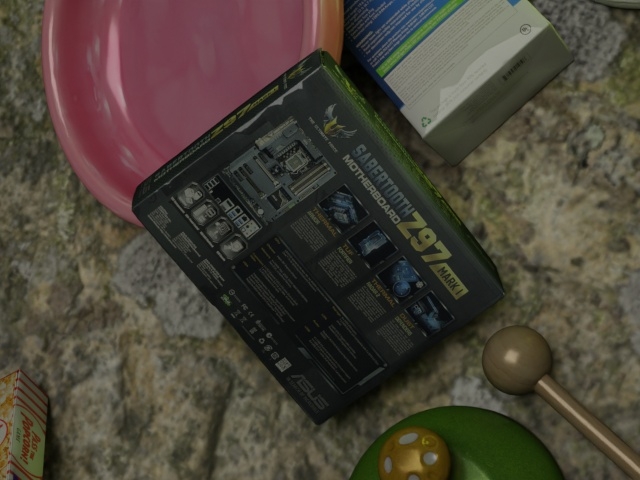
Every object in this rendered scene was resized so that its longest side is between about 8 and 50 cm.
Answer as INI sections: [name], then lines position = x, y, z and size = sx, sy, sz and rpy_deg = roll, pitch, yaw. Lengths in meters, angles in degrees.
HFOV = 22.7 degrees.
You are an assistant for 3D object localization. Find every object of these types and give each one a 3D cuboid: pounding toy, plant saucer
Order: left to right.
[plant saucer]
position = -0.099, -0.172, 1.327
size = 0.332, 0.084, 0.332
rpy_deg = 0, 90, 42
[pounding toy]
position = 0.101, 0.183, 1.155
size = 0.237, 0.110, 0.183
rpy_deg = -44, 61, 8

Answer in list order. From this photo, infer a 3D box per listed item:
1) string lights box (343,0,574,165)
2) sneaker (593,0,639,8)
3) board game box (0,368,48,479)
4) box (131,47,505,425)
[string lights box]
position = 0.071, -0.202, 1.308
size = 0.133, 0.077, 0.259
rpy_deg = -41, 61, 8
[sneaker]
position = 0.186, -0.258, 1.246
size = 0.217, 0.121, 0.079
rpy_deg = 34, 91, 30
[board game box]
position = -0.323, 0.209, 1.348
size = 0.193, 0.045, 0.146
rpy_deg = -27, 36, 16
[box]
position = 0.000, 0.000, 1.210
size = 0.183, 0.232, 0.059
rpy_deg = -36, 17, 13
